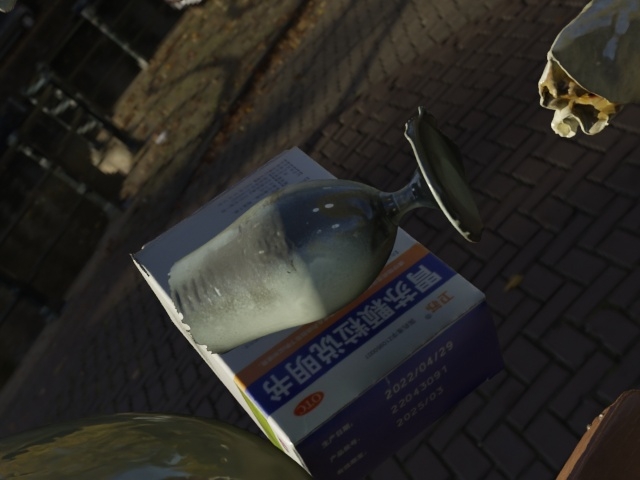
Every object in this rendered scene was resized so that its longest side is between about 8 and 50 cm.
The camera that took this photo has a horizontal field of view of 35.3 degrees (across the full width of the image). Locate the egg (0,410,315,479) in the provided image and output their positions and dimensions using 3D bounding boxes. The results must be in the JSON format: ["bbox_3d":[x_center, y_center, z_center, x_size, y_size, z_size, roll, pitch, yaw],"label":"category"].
[{"bbox_3d":[-0.096,0.184,0.354,0.269,0.219,0.219,-52,24,-18],"label":"egg"}]

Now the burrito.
[{"bbox_3d":[0.316,-0.229,0.830,0.392,0.117,0.076,-44,54,-17],"label":"burrito"}]

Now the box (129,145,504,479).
[{"bbox_3d":[-0.010,0.061,0.911,0.200,0.106,0.299,-36,46,-13],"label":"box"}]

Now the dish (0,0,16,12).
[{"bbox_3d":[-0.438,-0.371,1.133,0.080,0.243,0.182,-53,28,19],"label":"dish"}]

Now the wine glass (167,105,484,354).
[{"bbox_3d":[0.000,0.000,0.722,0.222,0.103,0.103,-27,32,19],"label":"wine glass"}]

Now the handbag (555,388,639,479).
[{"bbox_3d":[0.323,0.264,1.037,0.193,0.151,0.072,-50,-12,-28],"label":"handbag"}]
